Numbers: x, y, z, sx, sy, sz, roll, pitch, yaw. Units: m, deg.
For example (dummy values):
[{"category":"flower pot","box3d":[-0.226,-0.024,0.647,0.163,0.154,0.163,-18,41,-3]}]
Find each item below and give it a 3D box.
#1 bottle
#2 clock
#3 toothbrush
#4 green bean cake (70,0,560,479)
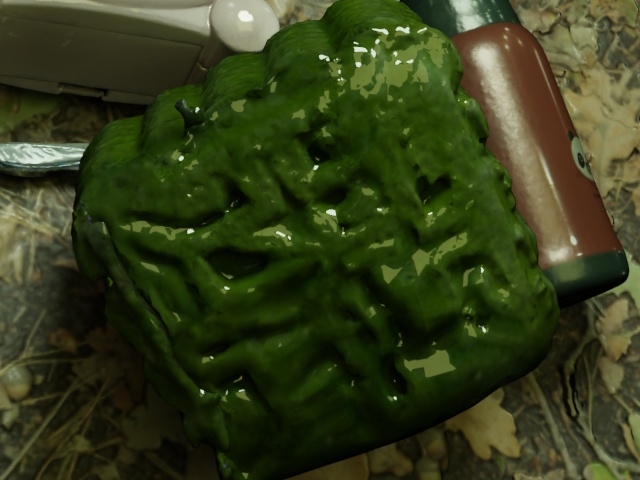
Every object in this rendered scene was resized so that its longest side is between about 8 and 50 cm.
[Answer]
[{"category":"bottle","box3d":[0.168,-0.098,1.322,0.144,0.144,0.336,-12,78,-23]},{"category":"clock","box3d":[-0.188,-0.293,1.229,0.342,0.184,0.325,8,68,-23]},{"category":"toothbrush","box3d":[-0.246,-0.069,1.217,0.413,0.042,0.035,-1,75,-23]},{"category":"green bean cake","box3d":[0.000,0.000,1.106,0.319,0.218,0.335,-29,112,2]}]
